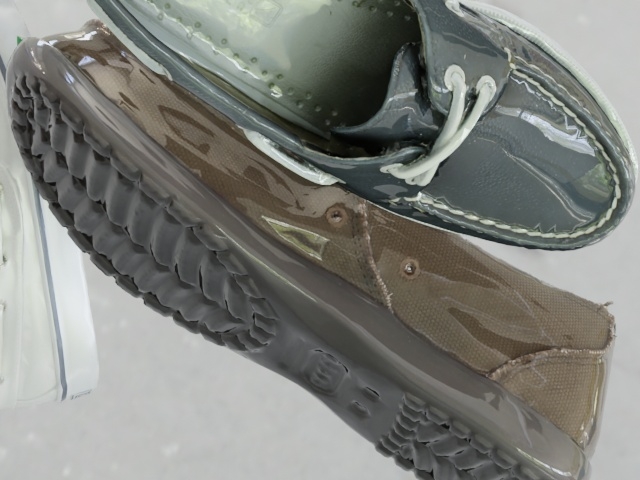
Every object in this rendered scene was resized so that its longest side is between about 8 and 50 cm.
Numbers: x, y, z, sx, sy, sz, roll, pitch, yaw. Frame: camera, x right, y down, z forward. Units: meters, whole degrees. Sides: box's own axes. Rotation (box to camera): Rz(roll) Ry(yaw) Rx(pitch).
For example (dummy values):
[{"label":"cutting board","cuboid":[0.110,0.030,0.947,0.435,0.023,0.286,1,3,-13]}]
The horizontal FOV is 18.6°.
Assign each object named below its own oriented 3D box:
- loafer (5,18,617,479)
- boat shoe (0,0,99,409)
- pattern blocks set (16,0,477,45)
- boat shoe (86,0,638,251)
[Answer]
[{"label":"loafer","cuboid":[0.000,0.000,1.018,0.366,0.134,0.130,37,64,-4]},{"label":"boat shoe","cuboid":[-0.204,-0.023,1.204,0.088,0.267,0.096,-14,21,-19]},{"label":"pattern blocks set","cuboid":[-0.008,-0.124,1.113,0.026,0.325,0.285,-49,116,-83]},{"label":"boat shoe","cuboid":[0.017,-0.070,0.849,0.303,0.114,0.091,25,17,-16]}]
